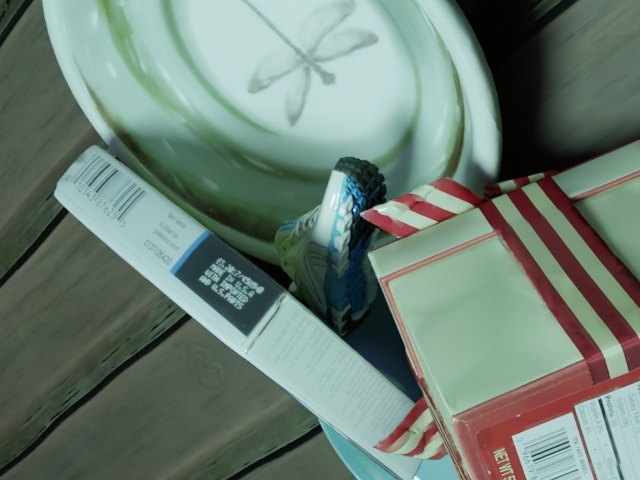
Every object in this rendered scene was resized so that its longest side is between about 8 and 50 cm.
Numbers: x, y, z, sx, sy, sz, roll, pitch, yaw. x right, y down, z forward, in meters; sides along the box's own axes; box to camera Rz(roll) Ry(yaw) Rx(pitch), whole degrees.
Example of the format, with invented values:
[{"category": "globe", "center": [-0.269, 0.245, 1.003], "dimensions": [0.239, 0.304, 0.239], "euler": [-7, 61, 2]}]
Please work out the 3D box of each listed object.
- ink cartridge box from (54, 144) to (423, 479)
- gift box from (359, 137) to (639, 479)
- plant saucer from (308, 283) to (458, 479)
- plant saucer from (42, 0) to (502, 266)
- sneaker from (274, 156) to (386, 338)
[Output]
[{"category": "ink cartridge box", "center": [-0.043, 0.074, 1.149], "dimensions": [0.304, 0.072, 0.307], "euler": [33, 173, 46]}, {"category": "gift box", "center": [0.166, 0.092, 0.941], "dimensions": [0.276, 0.258, 0.255], "euler": [-18, 117, -1]}, {"category": "plant saucer", "center": [0.125, 0.138, 1.216], "dimensions": [0.318, 0.044, 0.317], "euler": [20, 127, 29]}, {"category": "plant saucer", "center": [-0.030, -0.146, 1.090], "dimensions": [0.400, 0.100, 0.400], "euler": [20, 140, 18]}, {"category": "sneaker", "center": [0.000, 0.000, 1.089], "dimensions": [0.083, 0.071, 0.190], "euler": [28, 143, 18]}]
